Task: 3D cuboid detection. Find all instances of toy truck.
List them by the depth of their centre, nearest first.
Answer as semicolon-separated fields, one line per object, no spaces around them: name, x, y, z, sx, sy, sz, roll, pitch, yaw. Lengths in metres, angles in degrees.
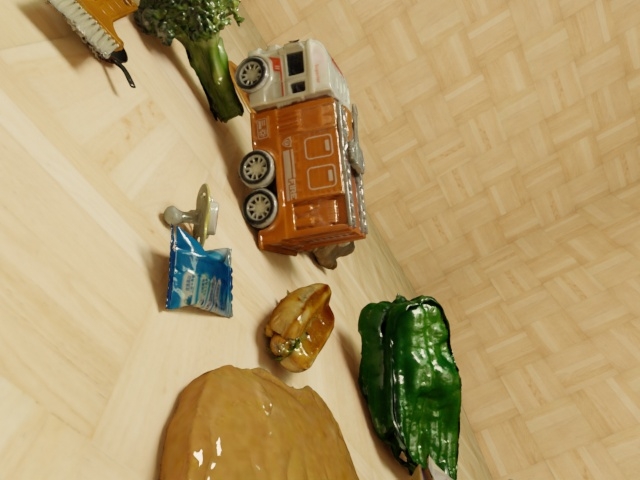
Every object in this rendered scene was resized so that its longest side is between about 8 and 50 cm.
toy truck;-0.025;-0.176;0.837;0.173;0.207;0.388;19;64;-68

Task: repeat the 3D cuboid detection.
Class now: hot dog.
hot dog;-0.031;0.124;0.673;0.250;0.076;0.104;-30;111;-75

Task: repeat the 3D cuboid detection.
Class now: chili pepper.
chili pepper;0.174;0.300;0.900;0.167;0.213;0.385;-25;-110;60

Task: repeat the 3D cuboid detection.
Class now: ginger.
ginger;-0.001;0.000;1.052;0.290;0.084;0.122;25;40;-58

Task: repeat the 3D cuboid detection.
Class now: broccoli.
broccoli;-0.245;-0.370;0.842;0.198;0.177;0.275;31;-33;23

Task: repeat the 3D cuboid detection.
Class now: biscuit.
biscuit;-0.005;0.299;0.392;0.365;0.062;0.385;44;21;-57

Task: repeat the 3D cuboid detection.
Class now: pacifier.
pacifier;-0.159;-0.030;0.540;0.064;0.083;0.068;5;8;-32

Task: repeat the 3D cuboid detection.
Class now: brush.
brush;-0.292;-0.318;0.611;0.090;0.017;0.314;50;13;-33

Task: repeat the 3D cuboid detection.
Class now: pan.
pan;-0.275;-0.240;0.578;0.115;0.023;0.068;60;11;11

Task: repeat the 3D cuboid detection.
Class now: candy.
candy;-0.130;0.039;0.501;0.136;0.038;0.088;36;48;-68

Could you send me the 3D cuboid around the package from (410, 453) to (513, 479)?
package;0.160;0.413;0.540;0.165;0.221;0.311;32;4;6

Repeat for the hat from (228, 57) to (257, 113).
hat;-0.112;-0.478;1.301;0.233;0.233;0.244;60;13;-14
